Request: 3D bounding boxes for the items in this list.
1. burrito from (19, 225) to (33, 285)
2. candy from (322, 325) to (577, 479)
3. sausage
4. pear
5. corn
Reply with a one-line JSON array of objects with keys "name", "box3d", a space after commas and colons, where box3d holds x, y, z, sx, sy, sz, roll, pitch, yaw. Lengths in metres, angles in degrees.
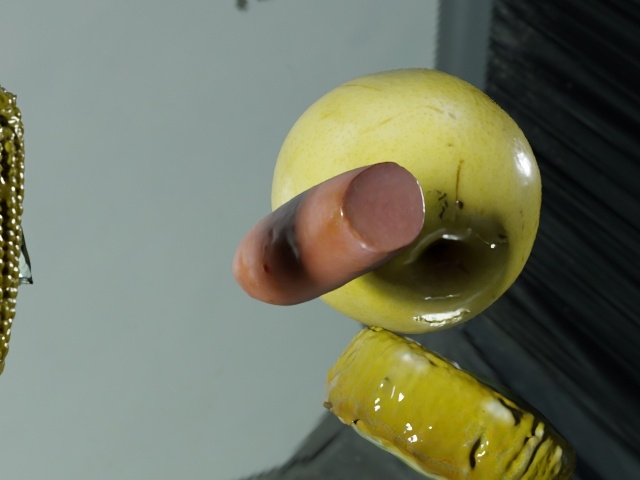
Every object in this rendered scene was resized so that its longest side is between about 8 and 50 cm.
[{"name": "burrito", "box3d": [-0.356, -0.002, 1.611, 0.074, 0.118, 0.044, -17, 167, 20]}, {"name": "candy", "box3d": [0.121, 0.181, 1.390, 0.118, 0.260, 0.260, -56, 145, -8]}, {"name": "sausage", "box3d": [0.000, 0.000, 1.495, 0.113, 0.114, 0.259, -18, 174, -34]}, {"name": "pear", "box3d": [0.109, -0.050, 1.854, 0.348, 0.348, 0.348, -27, 139, -26]}, {"name": "corn", "box3d": [-0.285, -0.012, 1.168, 0.097, 0.097, 0.262, 7, 81, -48]}]
